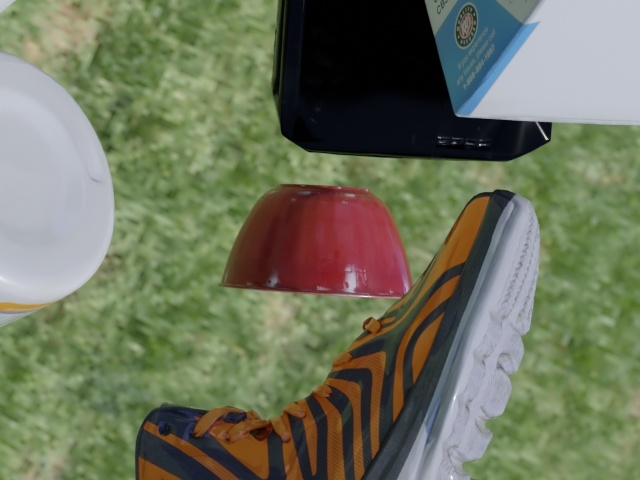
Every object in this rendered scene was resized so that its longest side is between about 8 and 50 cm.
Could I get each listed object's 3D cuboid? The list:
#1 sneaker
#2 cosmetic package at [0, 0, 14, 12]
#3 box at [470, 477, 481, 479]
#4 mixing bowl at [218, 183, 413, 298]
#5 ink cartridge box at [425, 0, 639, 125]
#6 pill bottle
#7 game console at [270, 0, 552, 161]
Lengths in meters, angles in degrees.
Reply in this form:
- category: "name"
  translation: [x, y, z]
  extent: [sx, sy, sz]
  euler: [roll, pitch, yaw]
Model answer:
- category: "sneaker"
  translation: [-0.001, 0.097, 1.043]
  extent: [0.321, 0.180, 0.124]
  euler: [-64, 159, -13]
- category: "cosmetic package"
  translation: [-0.149, -0.184, 0.641]
  extent: [0.151, 0.151, 0.184]
  euler: [-53, 177, -47]
- category: "box"
  translation: [0.134, 0.212, 1.456]
  extent: [0.164, 0.201, 0.021]
  euler: [7, 90, -56]
- category: "mixing bowl"
  translation: [0.000, 0.000, 1.653]
  extent: [0.181, 0.181, 0.098]
  euler: [6, 87, -62]
- category: "ink cartridge box"
  translation: [0.177, -0.237, 1.138]
  extent: [0.197, 0.270, 0.198]
  euler: [0, 150, -23]
- category: "pill bottle"
  translation: [-0.264, 0.003, 1.080]
  extent: [0.152, 0.272, 0.152]
  euler: [27, 52, -41]
- category: "game console"
  translation: [0.077, -0.240, 1.343]
  extent: [0.044, 0.213, 0.361]
  euler: [-161, -106, -75]
